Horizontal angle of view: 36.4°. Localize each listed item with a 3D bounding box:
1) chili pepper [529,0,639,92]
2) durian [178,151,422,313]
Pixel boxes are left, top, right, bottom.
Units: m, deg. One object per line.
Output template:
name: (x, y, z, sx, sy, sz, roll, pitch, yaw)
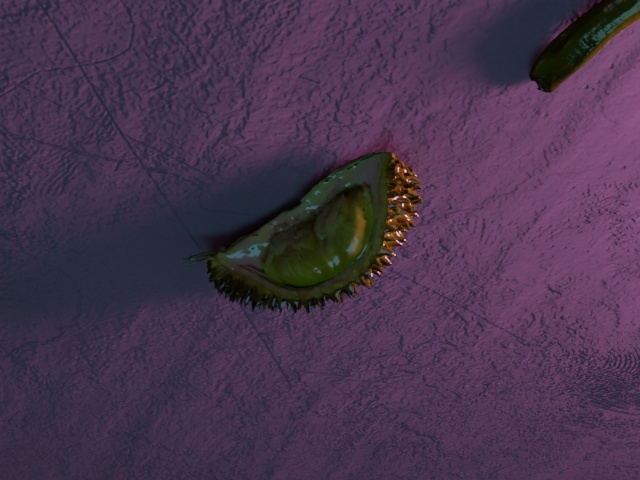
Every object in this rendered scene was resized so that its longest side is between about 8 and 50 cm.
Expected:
chili pepper: (0.316, -0.239, 1.123, 0.052, 0.050, 0.202, 50, 125, -3)
durian: (0.000, 0.000, 1.348, 0.352, 0.158, 0.169, -29, 100, 26)
